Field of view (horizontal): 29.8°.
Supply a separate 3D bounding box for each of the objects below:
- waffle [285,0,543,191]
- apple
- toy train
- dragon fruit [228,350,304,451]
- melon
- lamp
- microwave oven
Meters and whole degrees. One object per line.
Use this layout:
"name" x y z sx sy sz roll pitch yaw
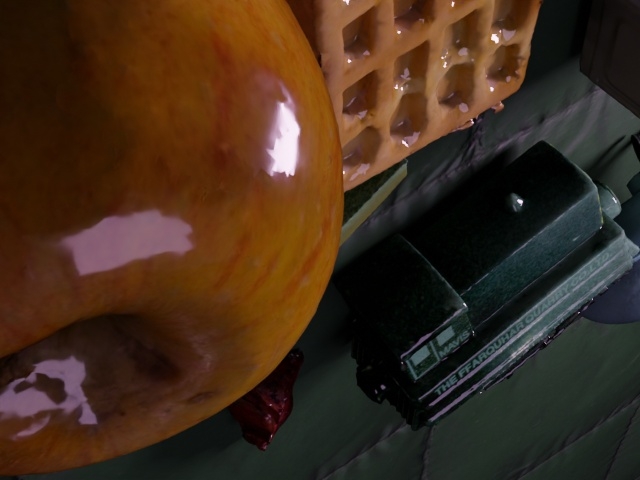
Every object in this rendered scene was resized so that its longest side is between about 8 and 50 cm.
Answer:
"waffle" 0.053 -0.184 0.804 0.224 0.098 0.327 -29 151 -16
"apple" -0.139 -0.041 0.615 0.299 0.275 0.299 -19 152 -11
"toy train" 0.163 0.037 1.195 0.330 0.138 0.178 -38 147 -5
"dragon fruit" -0.051 0.180 1.209 0.097 0.063 0.131 -19 145 -32
"melon" 0.000 0.001 1.065 0.262 0.053 0.114 -53 167 30
"lamp" 0.375 0.001 1.372 0.209 0.147 0.284 -20 145 -26
"microwave oven" 0.359 -0.192 1.077 0.205 0.163 0.129 -33 153 -19
